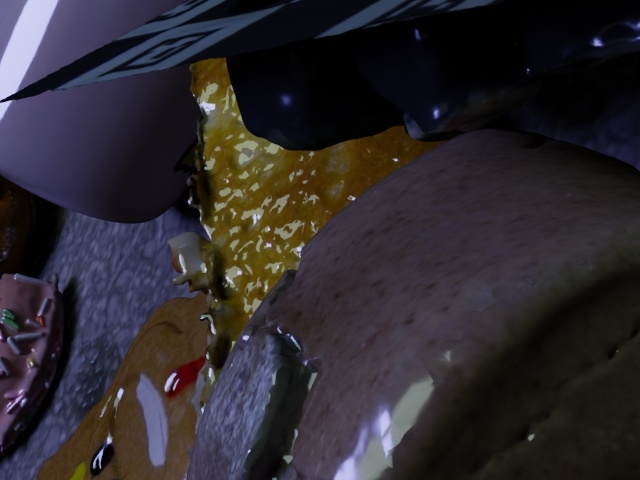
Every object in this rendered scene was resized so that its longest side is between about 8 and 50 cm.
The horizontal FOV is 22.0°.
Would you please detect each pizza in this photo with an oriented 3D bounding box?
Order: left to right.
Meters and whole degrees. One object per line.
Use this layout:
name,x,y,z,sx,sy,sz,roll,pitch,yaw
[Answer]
pizza,0.000,0.000,0.876,0.189,0.071,0.297,-13,53,22

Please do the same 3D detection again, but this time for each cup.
cup,-0.130,-0.140,1.101,0.200,0.191,0.253,-60,3,15

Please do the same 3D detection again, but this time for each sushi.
sushi,0.082,-0.095,0.743,0.373,0.100,0.296,-4,23,45

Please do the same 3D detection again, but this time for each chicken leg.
chicken leg,-0.261,-0.089,1.298,0.113,0.093,0.304,129,147,-68

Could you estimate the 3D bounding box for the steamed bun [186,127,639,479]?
steamed bun,0.044,0.099,0.645,0.301,0.199,0.251,-62,31,5

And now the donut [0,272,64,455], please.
donut,-0.247,0.104,1.201,0.166,0.065,0.117,-48,36,30

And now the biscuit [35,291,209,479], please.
biscuit,-0.097,0.123,0.988,0.295,0.044,0.186,-55,36,18
